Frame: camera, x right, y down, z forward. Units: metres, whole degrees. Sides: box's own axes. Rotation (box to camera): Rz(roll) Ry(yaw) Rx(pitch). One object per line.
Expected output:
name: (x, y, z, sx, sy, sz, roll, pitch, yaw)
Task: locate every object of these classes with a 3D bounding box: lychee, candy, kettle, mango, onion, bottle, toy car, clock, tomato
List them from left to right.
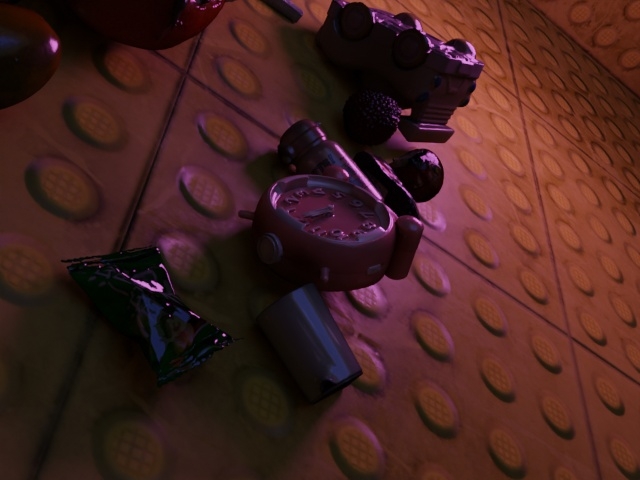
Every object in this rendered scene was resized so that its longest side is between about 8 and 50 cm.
mango: (-0.460, -0.231, 1.040, 0.289, 0.129, 0.146, -6, 70, -47)
tomato: (-0.293, -0.467, 1.352, 0.341, 0.273, 0.341, 7, 90, -67)
candy: (-0.212, 0.086, 1.043, 0.203, 0.078, 0.141, 46, 20, 20)
kettle: (-0.015, 0.151, 1.197, 0.098, 0.127, 0.148, -28, 78, -24)
clock: (0.000, 0.000, 1.311, 0.227, 0.142, 0.241, 36, 34, 31)
bottle: (0.008, -0.116, 1.491, 0.110, 0.097, 0.209, -36, 82, -30)
lychee: (0.105, -0.248, 1.717, 0.123, 0.123, 0.129, 6, 16, -46)
toy car: (0.166, -0.383, 1.880, 0.336, 0.226, 0.242, 34, 25, 31)
onion: (0.196, -0.130, 1.713, 0.117, 0.118, 0.118, -34, 82, -29)

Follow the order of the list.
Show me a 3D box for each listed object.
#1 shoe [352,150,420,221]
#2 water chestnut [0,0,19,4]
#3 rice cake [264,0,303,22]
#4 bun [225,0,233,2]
shoe: (0.139, -0.094, 1.638, 0.194, 0.074, 0.077, 54, 28, 13)
water chestnut: (-0.483, -0.457, 1.145, 0.244, 0.289, 0.289, -30, 78, -26)
rice cake: (-0.111, -0.539, 1.850, 0.171, 0.033, 0.029, 32, 35, -23)
bun: (-0.199, -0.546, 1.607, 0.293, 0.293, 0.187, 18, 80, -37)
